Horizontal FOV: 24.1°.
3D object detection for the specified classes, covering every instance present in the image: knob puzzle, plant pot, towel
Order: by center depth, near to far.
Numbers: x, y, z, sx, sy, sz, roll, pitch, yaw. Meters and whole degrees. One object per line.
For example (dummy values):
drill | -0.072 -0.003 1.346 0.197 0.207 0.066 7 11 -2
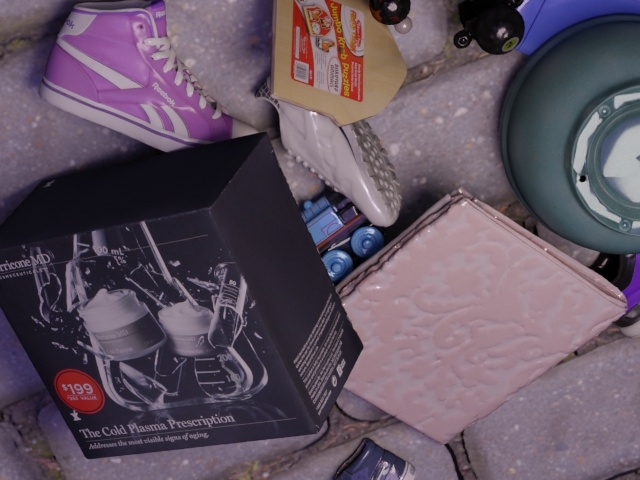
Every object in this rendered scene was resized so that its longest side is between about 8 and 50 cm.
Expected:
plant pot | 0.367 -0.110 1.759 0.293 0.196 0.293 0 103 0
knob puzzle | 0.019 -0.222 1.789 0.213 0.213 0.030 41 144 -19
towel | 0.169 0.103 1.902 0.317 0.053 0.332 33 122 -30

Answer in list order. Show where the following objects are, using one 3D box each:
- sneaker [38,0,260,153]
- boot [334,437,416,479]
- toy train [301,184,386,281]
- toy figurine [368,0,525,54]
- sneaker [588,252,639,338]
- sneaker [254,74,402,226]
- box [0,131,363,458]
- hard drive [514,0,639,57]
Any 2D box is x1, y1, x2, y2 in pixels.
sneaker | -0.179 -0.195 1.792 0.282 0.102 0.161 20 105 -13
boot | 0.041 0.361 2.057 0.086 0.069 0.190 36 96 -10
toy train | 0.000 0.000 1.900 0.184 0.080 0.105 -37 105 9
toy figurine | 0.151 -0.332 1.745 0.209 0.148 0.213 11 110 -10
sneaker | 0.438 -0.018 1.924 0.146 0.102 0.293 33 105 -16
sneaker | 0.014 -0.112 1.838 0.094 0.090 0.235 -31 89 19
box | -0.176 0.073 1.779 0.343 0.179 0.313 -11 117 29
hard drive | 0.400 -0.279 1.850 0.318 0.040 0.210 22 107 -14
